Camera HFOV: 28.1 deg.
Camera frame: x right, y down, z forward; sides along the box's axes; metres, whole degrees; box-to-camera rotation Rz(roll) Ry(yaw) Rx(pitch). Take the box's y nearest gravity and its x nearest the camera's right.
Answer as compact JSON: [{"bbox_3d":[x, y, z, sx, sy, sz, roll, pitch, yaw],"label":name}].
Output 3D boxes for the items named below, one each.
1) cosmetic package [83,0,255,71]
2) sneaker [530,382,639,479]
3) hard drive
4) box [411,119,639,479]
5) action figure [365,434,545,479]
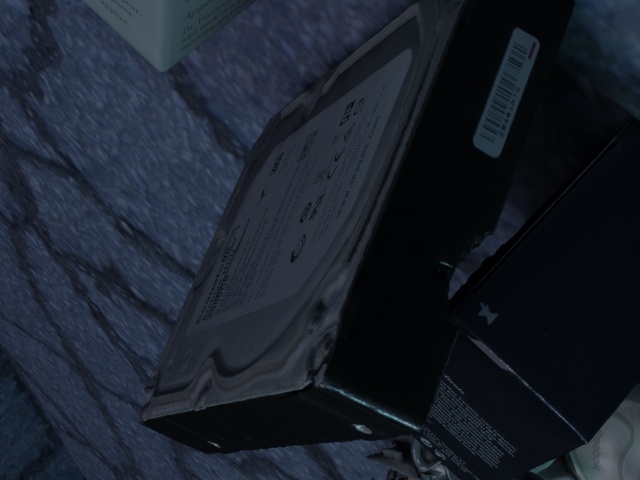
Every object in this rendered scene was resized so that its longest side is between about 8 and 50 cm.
[{"bbox_3d":[-0.072,-0.214,0.617,0.151,0.151,0.183,43,156,10],"label":"cosmetic package"},{"bbox_3d":[0.243,0.206,0.832,0.118,0.110,0.292,-11,121,53],"label":"sneaker"},{"bbox_3d":[0.000,0.000,0.733,0.064,0.237,0.339,27,162,-14],"label":"hard drive"},{"bbox_3d":[0.124,0.042,0.690,0.093,0.156,0.158,44,157,5],"label":"box"},{"bbox_3d":[0.110,0.235,0.862,0.185,0.099,0.285,29,144,57],"label":"action figure"}]
